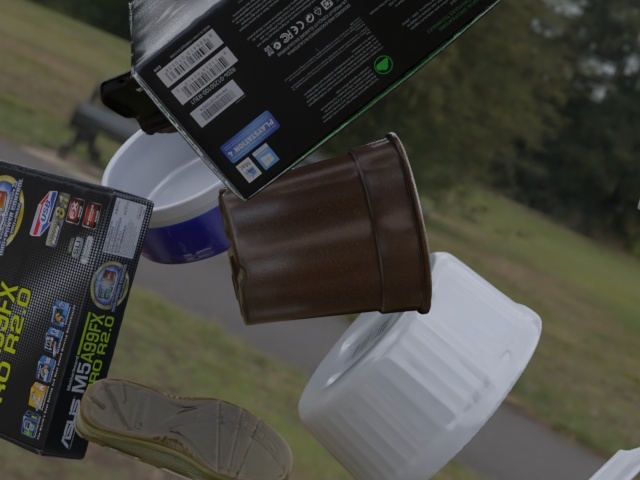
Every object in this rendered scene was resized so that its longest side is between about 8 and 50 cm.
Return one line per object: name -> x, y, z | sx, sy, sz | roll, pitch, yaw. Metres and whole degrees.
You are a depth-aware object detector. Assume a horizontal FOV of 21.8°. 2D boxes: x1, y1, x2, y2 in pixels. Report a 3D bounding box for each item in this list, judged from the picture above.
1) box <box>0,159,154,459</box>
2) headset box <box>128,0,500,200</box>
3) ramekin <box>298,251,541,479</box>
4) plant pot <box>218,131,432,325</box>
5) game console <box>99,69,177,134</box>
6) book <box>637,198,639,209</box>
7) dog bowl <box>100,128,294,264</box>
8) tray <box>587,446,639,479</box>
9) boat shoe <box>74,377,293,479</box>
box -> -0.292, 0.065, 1.684 | 0.216, 0.270, 0.060 | 15, -1, 42
headset box -> -0.017, -0.188, 1.288 | 0.131, 0.246, 0.283 | 50, 6, -19
ramekin -> 0.100, 0.142, 1.818 | 0.135, 0.277, 0.277 | 42, 3, -6
plant pot -> 0.000, 0.000, 1.480 | 0.165, 0.167, 0.167 | -11, 9, -5
game console -> -0.122, -0.178, 1.726 | 0.213, 0.044, 0.361 | 35, -27, -27
book -> 0.459, -0.052, 2.013 | 0.144, 0.096, 0.035 | 31, 35, 33
dog bowl -> -0.173, -0.089, 2.367 | 0.265, 0.265, 0.104 | 29, -27, 51
tray -> 0.246, 0.287, 1.686 | 0.030, 0.145, 0.270 | 46, -30, 11
boat shoe -> -0.095, 0.139, 1.150 | 0.153, 0.056, 0.048 | 16, -32, -9
